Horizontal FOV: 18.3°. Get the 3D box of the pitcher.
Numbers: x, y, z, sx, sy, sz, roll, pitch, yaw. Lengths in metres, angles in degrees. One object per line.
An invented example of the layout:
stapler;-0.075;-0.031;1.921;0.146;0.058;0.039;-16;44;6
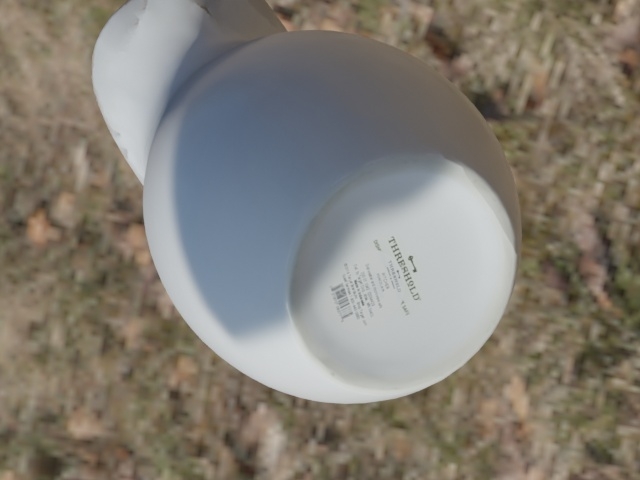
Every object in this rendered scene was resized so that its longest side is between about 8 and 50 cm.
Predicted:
pitcher;0.000;0.000;0.744;0.125;0.178;0.207;-31;27;-10
